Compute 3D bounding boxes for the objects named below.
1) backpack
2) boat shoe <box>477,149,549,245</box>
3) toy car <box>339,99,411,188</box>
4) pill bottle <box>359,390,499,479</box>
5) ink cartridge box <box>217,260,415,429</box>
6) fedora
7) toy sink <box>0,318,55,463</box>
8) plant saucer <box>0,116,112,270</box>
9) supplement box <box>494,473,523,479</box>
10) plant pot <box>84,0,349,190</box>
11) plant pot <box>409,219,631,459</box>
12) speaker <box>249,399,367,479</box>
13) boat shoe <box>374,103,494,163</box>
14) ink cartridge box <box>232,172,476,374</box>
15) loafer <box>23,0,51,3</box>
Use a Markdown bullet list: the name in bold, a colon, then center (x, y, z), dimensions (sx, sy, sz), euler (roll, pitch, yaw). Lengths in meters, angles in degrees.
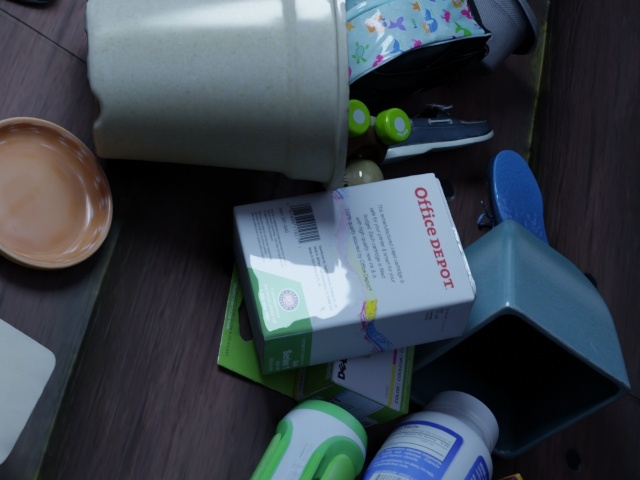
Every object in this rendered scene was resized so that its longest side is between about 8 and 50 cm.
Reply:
- **backpack**: center (0.098, -0.300, 2.002), dimensions (0.253, 0.225, 0.191), euler (-26, 85, -32)
- **boat shoe**: center (0.302, -0.013, 2.130), dimensions (0.109, 0.089, 0.258), euler (-1, 75, -26)
- **toy car**: center (0.036, -0.089, 1.910), dimensions (0.149, 0.155, 0.188), euler (6, 78, -38)
- **pill bottle**: center (0.139, 0.326, 1.778), dimensions (0.152, 0.152, 0.272), euler (51, 42, -8)
- **ink cartridge box**: center (0.001, 0.123, 1.804), dimensions (0.255, 0.097, 0.188), euler (27, 55, -29)
- **fedora**: center (0.221, -0.366, 2.169), dimensions (0.275, 0.244, 0.124), euler (43, 77, -28)
- **toy sink**: center (-0.429, 0.141, 1.416), dimensions (0.234, 0.131, 0.153), euler (34, 51, -16)
- **plant saucer**: center (-0.351, -0.054, 1.637), dimensions (0.200, 0.037, 0.200), euler (17, 60, -33)
- **supplement box**: center (0.229, 0.422, 1.860), dimensions (0.188, 0.081, 0.104), euler (-33, 92, -43)
- **plant pot**: center (-0.138, -0.220, 1.683), dimensions (0.305, 0.334, 0.334), euler (-4, 69, -8)
- **plant pot**: center (0.273, 0.120, 1.944), dimensions (0.247, 0.248, 0.252), euler (33, 39, -23)
- **speaker**: center (-0.046, 0.340, 1.640), dimensions (0.131, 0.131, 0.296), euler (44, 48, -15)
- **boat shoe**: center (0.170, -0.174, 2.093), dimensions (0.254, 0.095, 0.079), euler (-13, 90, -33)
- **ink cartridge box**: center (0.039, 0.042, 1.740), dimensions (0.278, 0.117, 0.201), euler (-10, 60, -9)
- **loafer**: center (-0.436, -0.401, 1.699), dimensions (0.267, 0.084, 0.096), euler (32, 52, -24)
